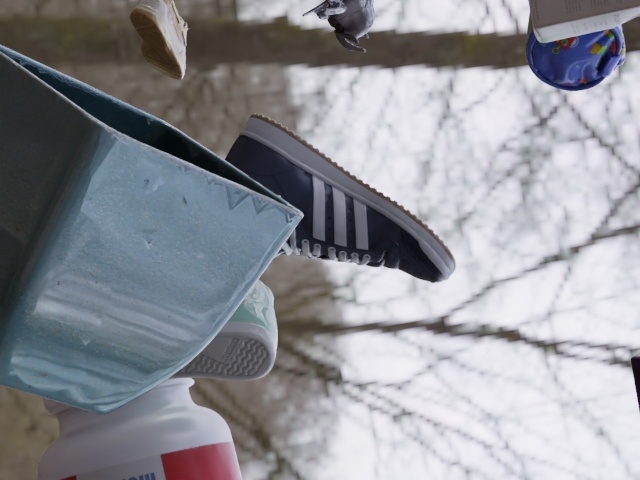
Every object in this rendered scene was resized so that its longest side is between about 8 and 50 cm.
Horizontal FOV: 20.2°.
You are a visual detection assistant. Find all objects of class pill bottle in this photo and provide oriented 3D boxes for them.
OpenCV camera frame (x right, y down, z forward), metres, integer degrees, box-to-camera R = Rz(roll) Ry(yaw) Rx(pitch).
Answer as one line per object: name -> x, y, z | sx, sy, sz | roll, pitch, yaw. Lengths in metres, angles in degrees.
pill bottle -> -0.192, 0.329, 2.040 | 0.229, 0.229, 0.408 | 141, -64, -71

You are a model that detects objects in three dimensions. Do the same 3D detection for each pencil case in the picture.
pencil case -> 0.326, -0.323, 2.227 | 0.119, 0.133, 0.306 | 112, -8, -48

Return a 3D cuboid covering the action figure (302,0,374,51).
action figure -> -0.041, -0.275, 1.482 | 0.285, 0.099, 0.185 | 55, 11, -8

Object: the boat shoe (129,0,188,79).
boat shoe -> -0.193, -0.261, 2.261 | 0.059, 0.063, 0.170 | -61, 166, -17

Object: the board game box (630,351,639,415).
board game box -> 0.553, 0.314, 2.440 | 0.208, 0.056, 0.347 | -6, -82, 34

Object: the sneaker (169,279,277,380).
sneaker -> -0.173, 0.085, 1.992 | 0.151, 0.255, 0.094 | -85, -178, -62

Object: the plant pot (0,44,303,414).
plant pot -> -0.221, 0.004, 1.587 | 0.247, 0.248, 0.252 | 35, -82, 46

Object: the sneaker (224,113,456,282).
sneaker -> 0.000, 0.000, 1.965 | 0.282, 0.153, 0.099 | 35, -13, -1

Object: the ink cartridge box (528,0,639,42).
ink cartridge box -> 0.330, -0.329, 1.960 | 0.056, 0.224, 0.181 | 40, 42, -71
